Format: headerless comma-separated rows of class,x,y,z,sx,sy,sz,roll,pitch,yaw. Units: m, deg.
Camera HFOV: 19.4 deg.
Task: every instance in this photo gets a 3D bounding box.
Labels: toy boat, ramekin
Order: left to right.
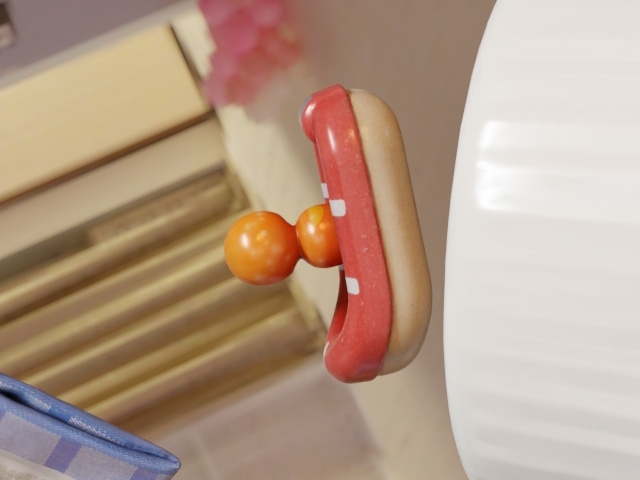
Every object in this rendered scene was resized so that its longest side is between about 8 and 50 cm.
toy boat,0.000,0.000,1.460,0.151,0.151,0.231,-112,10,-82
ramekin,0.147,-0.001,0.780,0.277,0.135,0.277,5,-90,-71

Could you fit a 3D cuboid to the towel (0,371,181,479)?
towel,-0.238,0.186,1.314,0.285,0.209,0.034,-53,16,46
